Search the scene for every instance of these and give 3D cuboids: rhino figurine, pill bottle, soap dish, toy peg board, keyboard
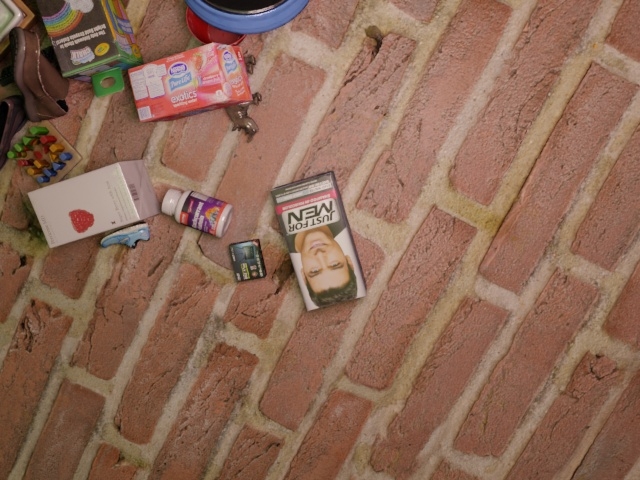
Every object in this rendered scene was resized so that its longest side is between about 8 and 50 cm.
[{"bbox_3d":[-0.228,-0.405,1.586,0.106,0.073,0.243,-5,103,12],"label":"rhino figurine"},{"bbox_3d":[-0.368,-0.088,1.639,0.193,0.108,0.108,19,101,1],"label":"pill bottle"},{"bbox_3d":[-0.984,-0.671,1.576,0.229,0.118,0.291,-41,94,10],"label":"soap dish"},{"bbox_3d":[-0.848,-0.256,1.662,0.161,0.079,0.160,-41,95,11],"label":"toy peg board"},{"bbox_3d":[-0.867,-0.510,1.613,0.180,0.023,0.108,-22,57,9],"label":"keyboard"}]

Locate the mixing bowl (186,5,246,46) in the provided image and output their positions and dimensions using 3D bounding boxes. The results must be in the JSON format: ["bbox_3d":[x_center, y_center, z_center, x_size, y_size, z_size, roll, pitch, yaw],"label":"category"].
[{"bbox_3d":[-0.274,-0.605,1.529,0.181,0.098,0.181,0,84,0],"label":"mixing bowl"}]

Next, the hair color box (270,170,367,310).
[{"bbox_3d":[0.000,0.000,1.622,0.185,0.113,0.374,-16,99,7],"label":"hair color box"}]

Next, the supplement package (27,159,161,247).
[{"bbox_3d":[-0.662,-0.111,1.624,0.293,0.175,0.177,-17,100,8],"label":"supplement package"}]

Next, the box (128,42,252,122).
[{"bbox_3d":[-0.361,-0.431,1.514,0.300,0.142,0.154,-7,100,26],"label":"box"}]

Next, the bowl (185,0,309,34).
[{"bbox_3d":[-0.198,-0.750,1.459,0.391,0.077,0.391,0,84,-2],"label":"bowl"}]

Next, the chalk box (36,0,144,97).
[{"bbox_3d":[-0.631,-0.553,1.540,0.180,0.179,0.289,-15,100,6],"label":"chalk box"}]

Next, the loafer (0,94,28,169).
[{"bbox_3d":[-0.992,-0.312,1.654,0.109,0.095,0.302,37,101,-4],"label":"loafer"}]

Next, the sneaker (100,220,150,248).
[{"bbox_3d":[-0.605,-0.002,1.698,0.162,0.063,0.073,-17,102,8],"label":"sneaker"}]

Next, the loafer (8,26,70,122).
[{"bbox_3d":[-0.768,-0.457,1.514,0.130,0.366,0.133,-8,78,-22],"label":"loafer"}]

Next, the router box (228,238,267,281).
[{"bbox_3d":[-0.224,0.061,1.690,0.092,0.038,0.122,-10,99,7],"label":"router box"}]
